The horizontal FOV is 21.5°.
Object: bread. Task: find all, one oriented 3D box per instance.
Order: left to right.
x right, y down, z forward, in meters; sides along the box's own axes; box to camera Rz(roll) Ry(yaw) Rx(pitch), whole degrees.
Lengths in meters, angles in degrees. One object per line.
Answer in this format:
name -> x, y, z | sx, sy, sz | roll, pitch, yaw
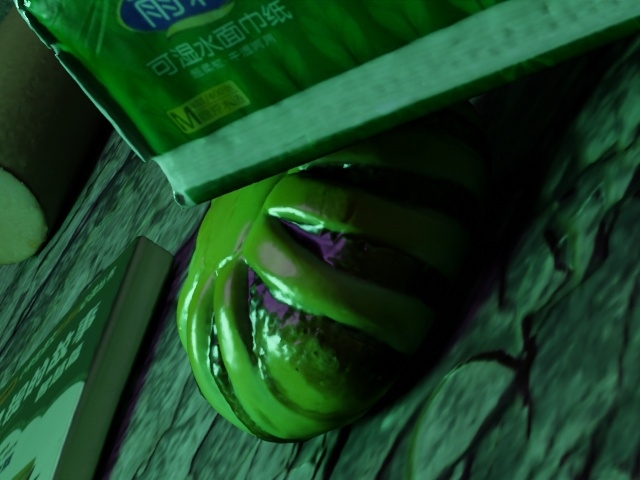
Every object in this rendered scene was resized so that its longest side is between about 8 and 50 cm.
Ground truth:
bread -> 0.000, 0.000, 0.561 | 0.130, 0.071, 0.139 | -24, 37, 56

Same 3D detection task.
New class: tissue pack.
tissue pack -> 0.018, -0.132, 0.485 | 0.209, 0.156, 0.148 | -19, 36, 28

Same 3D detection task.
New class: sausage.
sausage -> -0.241, -0.110, 1.415 | 0.123, 0.123, 0.253 | -41, 21, 45

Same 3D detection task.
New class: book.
book -> -0.163, 0.142, 0.857 | 0.202, 0.027, 0.264 | -45, 20, 39
